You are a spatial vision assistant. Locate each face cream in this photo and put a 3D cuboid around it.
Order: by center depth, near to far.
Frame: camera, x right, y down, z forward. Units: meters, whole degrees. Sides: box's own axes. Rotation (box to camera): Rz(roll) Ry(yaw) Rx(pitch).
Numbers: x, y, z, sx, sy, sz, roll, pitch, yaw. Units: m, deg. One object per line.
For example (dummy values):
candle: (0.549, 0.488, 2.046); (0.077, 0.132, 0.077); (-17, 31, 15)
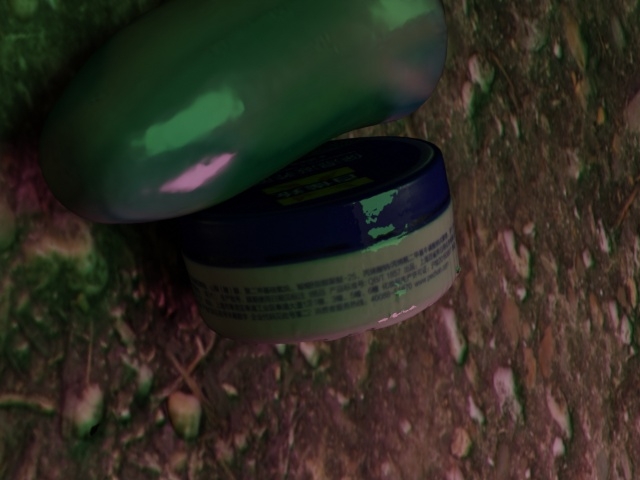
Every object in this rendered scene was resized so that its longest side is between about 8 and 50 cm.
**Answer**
face cream: (0.000, 0.000, 1.216); (0.206, 0.206, 0.111); (-33, 115, -50)

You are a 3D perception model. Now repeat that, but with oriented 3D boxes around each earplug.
earplug: (-0.070, -0.105, 1.173); (0.324, 0.185, 0.185); (-38, 118, -41)
